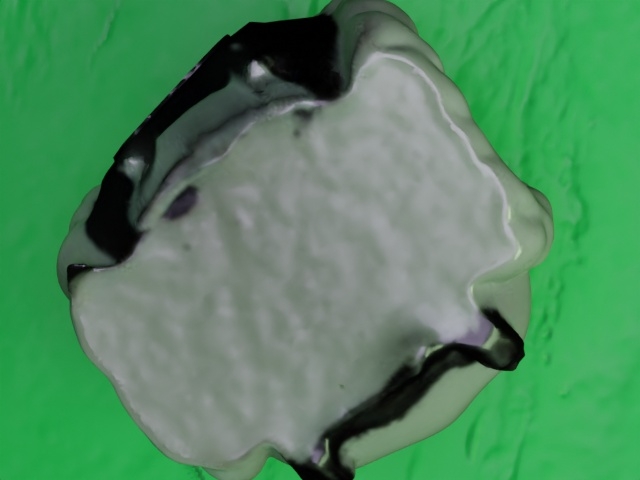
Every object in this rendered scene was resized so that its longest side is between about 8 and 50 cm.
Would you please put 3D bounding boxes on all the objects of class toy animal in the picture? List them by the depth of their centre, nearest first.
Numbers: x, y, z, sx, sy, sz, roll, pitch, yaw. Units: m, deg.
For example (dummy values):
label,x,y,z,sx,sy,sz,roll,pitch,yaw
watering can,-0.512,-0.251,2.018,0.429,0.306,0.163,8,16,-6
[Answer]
label,x,y,z,sx,sy,sz,roll,pitch,yaw
toy animal,0.000,0.000,0.853,0.208,0.156,0.204,-38,92,15
